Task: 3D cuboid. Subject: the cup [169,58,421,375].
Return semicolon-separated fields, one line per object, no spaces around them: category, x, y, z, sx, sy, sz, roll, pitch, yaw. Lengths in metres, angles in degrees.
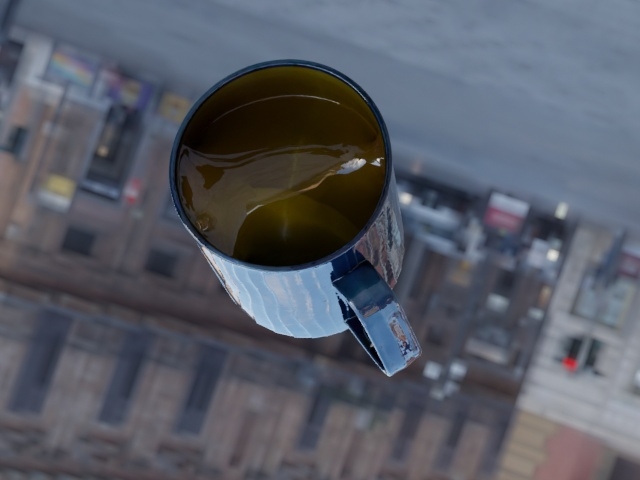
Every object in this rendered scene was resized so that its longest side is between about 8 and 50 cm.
cup;-0.011;0.000;1.043;0.113;0.150;0.138;-7;160;5
